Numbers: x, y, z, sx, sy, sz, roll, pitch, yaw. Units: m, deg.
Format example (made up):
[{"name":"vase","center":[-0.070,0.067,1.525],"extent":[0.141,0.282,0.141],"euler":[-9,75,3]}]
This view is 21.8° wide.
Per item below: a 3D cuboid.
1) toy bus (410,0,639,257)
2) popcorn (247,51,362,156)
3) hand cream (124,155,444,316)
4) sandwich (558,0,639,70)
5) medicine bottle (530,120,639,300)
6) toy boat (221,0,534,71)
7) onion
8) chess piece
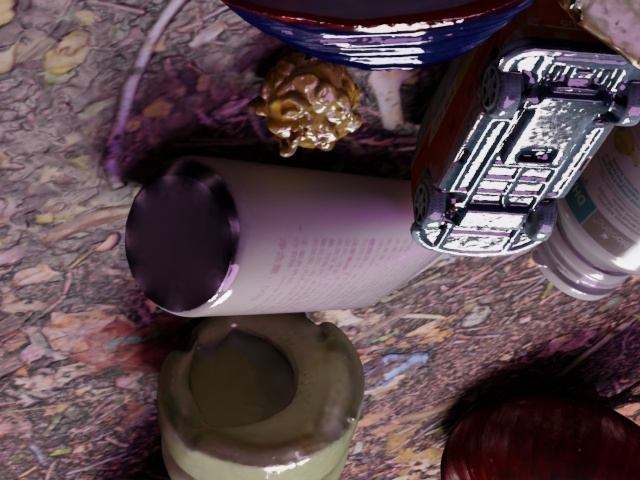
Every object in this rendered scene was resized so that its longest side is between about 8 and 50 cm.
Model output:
[{"name":"toy bus","center":[0.145,-0.093,1.233],"extent":[0.121,0.119,0.265],"euler":[3,148,-15]},{"name":"popcorn","center":[-0.011,-0.099,1.186],"extent":[0.083,0.057,0.082],"euler":[-11,150,-14]},{"name":"hand cream","center":[0.000,0.000,1.342],"extent":[0.185,0.118,0.359],"euler":[-41,155,29]},{"name":"sandwich","center":[0.280,-0.195,1.109],"extent":[0.227,0.198,0.155],"euler":[30,126,-19]},{"name":"medicine bottle","center":[0.272,-0.043,1.407],"extent":[0.135,0.135,0.215],"euler":[-1,147,-35]},{"name":"toy boat","center":[0.031,-0.197,0.957],"extent":[0.219,0.072,0.318],"euler":[-21,150,9]},{"name":"onion","center":[0.277,0.253,1.922],"extent":[0.273,0.285,0.273],"euler":[17,150,10]},{"name":"chess piece","center":[-0.065,0.241,1.621],"extent":[0.234,0.234,0.442],"euler":[-13,147,-15]}]
